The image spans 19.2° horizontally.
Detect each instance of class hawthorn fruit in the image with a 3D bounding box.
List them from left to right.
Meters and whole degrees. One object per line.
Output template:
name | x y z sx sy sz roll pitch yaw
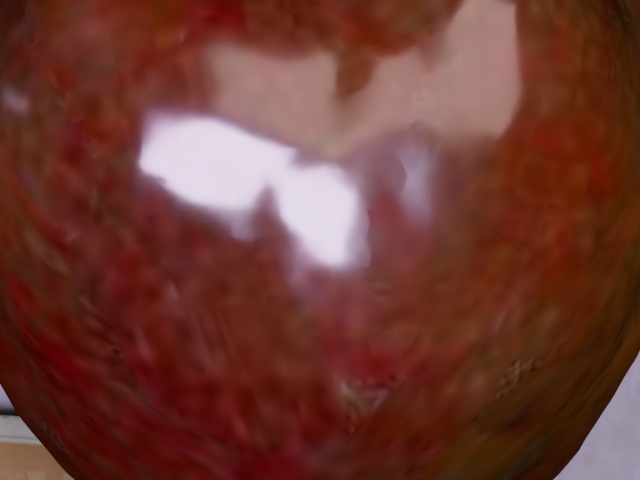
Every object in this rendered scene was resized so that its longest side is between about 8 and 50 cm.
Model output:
hawthorn fruit | 0.004 -0.020 0.740 0.308 0.308 0.325 -37 108 -25

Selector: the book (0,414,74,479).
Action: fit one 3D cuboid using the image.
book | -0.090 0.165 0.826 0.241 0.018 0.170 8 76 -23
